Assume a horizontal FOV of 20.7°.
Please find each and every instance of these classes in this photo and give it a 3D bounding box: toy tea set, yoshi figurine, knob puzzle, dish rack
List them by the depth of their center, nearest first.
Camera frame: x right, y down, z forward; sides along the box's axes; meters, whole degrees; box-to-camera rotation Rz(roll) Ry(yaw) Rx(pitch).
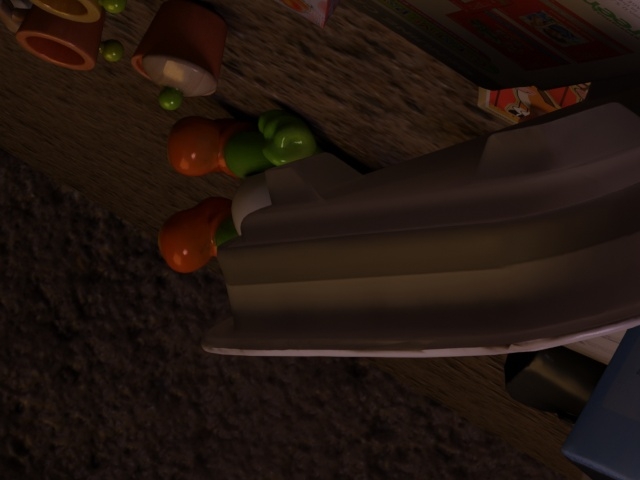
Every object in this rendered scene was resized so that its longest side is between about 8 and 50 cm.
[{"bbox_3d":[0.129,-0.034,0.748,0.285,0.332,0.072,-7,100,58],"label":"dish rack"},{"bbox_3d":[0.179,-0.071,1.144,0.213,0.030,0.213,30,171,5],"label":"knob puzzle"},{"bbox_3d":[-0.246,-0.169,1.459,0.336,0.124,0.200,11,164,25],"label":"toy tea set"},{"bbox_3d":[-0.018,-0.002,1.657,0.362,0.203,0.203,19,160,38],"label":"yoshi figurine"}]

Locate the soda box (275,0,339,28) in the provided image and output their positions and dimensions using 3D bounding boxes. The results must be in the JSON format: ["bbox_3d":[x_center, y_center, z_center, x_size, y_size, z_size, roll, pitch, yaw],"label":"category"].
[{"bbox_3d":[-0.004,-0.184,1.004,0.058,0.063,0.183,30,170,2],"label":"soda box"}]

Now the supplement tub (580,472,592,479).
[{"bbox_3d":[0.385,0.248,1.350,0.331,0.241,0.241,-1,153,34],"label":"supplement tub"}]

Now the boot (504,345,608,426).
[{"bbox_3d":[0.388,0.187,1.595,0.445,0.146,0.367,35,169,1],"label":"boot"}]

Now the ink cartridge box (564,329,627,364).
[{"bbox_3d":[0.218,0.027,1.355,0.158,0.092,0.218,23,170,39],"label":"ink cartridge box"}]

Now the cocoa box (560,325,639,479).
[{"bbox_3d":[0.356,0.117,0.952,0.347,0.231,0.228,21,166,47],"label":"cocoa box"}]

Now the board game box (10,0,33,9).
[{"bbox_3d":[-0.464,-0.368,1.517,0.390,0.050,0.390,26,170,26],"label":"board game box"}]

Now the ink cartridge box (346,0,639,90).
[{"bbox_3d":[0.017,-0.194,0.669,0.309,0.130,0.272,33,173,-13],"label":"ink cartridge box"}]
